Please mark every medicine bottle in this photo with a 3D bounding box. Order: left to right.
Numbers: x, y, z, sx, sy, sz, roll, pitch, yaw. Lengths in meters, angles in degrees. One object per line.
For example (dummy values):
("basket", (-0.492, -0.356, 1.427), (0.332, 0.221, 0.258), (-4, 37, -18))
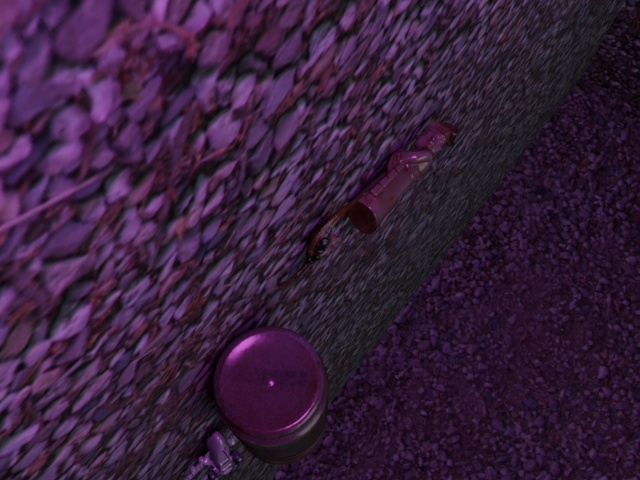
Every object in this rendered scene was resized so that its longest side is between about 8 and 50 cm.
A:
("medicine bottle", (-0.064, 0.233, 0.981), (0.151, 0.151, 0.322), (-49, 165, -18))

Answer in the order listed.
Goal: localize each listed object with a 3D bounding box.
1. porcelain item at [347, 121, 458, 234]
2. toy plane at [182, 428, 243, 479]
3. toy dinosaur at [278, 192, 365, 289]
("porcelain item", (0.123, -0.102, 0.986), (0.213, 0.054, 0.084), (-47, 167, -23))
("toy plane", (-0.171, 0.360, 1.132), (0.162, 0.065, 0.171), (-33, 163, -27))
("toy dinosaur", (0.006, -0.002, 0.882), (0.180, 0.037, 0.058), (-59, 170, 24))
